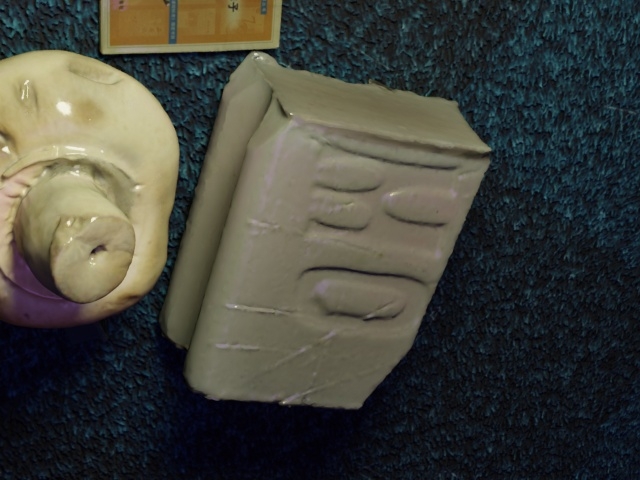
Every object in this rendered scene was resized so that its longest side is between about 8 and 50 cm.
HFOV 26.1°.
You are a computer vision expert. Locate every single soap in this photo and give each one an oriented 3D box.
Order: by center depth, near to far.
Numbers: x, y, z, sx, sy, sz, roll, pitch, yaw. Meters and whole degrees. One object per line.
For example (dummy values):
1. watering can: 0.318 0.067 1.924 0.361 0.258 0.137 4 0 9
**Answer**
1. soap: 0.000 0.000 1.897 0.350 0.213 0.435 10 113 -26

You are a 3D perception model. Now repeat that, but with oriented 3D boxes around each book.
1. book: -0.165 -0.324 1.775 0.241 0.018 0.170 -5 117 -19

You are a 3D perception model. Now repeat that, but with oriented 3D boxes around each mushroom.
1. mushroom: -0.314 -0.045 1.713 0.353 0.353 0.325 -44 152 5

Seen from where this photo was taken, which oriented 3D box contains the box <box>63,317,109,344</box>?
1. box: -0.334 0.093 1.900 0.054 0.074 0.099 -18 122 5
